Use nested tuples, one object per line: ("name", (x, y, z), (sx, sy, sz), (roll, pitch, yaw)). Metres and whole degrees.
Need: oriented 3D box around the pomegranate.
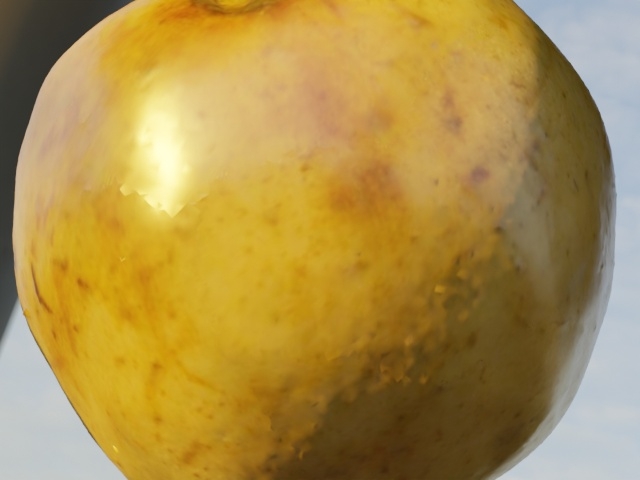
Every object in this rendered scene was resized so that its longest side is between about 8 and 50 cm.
("pomegranate", (0.000, 0.000, 0.574), (0.260, 0.260, 0.260), (14, -24, 6))
